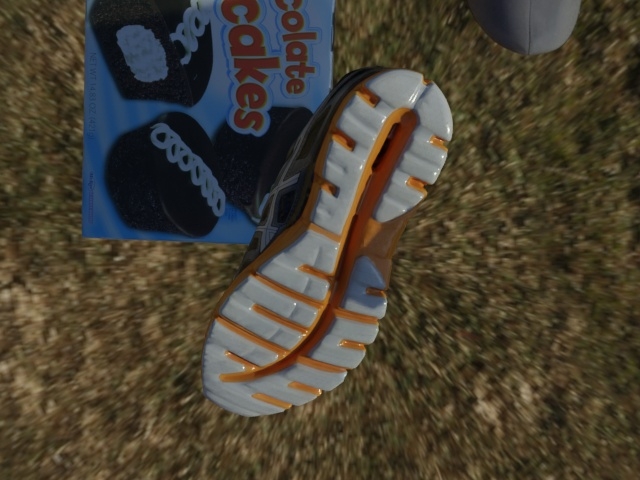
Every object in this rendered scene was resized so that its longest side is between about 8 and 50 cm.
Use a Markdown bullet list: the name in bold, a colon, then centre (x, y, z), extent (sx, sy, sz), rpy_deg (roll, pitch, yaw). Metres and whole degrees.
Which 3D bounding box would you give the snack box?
- **snack box**: centre (-0.082, -0.159, 1.131), extent (0.187, 0.060, 0.321), rpy_deg (2, 99, 1)

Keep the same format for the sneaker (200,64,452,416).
- **sneaker**: centre (0.000, 0.000, 0.818), extent (0.084, 0.083, 0.215), rpy_deg (27, 101, -20)

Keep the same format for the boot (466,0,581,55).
- **boot**: centre (0.157, -0.274, 1.149), extent (0.118, 0.222, 0.338), rpy_deg (-4, 117, 6)
